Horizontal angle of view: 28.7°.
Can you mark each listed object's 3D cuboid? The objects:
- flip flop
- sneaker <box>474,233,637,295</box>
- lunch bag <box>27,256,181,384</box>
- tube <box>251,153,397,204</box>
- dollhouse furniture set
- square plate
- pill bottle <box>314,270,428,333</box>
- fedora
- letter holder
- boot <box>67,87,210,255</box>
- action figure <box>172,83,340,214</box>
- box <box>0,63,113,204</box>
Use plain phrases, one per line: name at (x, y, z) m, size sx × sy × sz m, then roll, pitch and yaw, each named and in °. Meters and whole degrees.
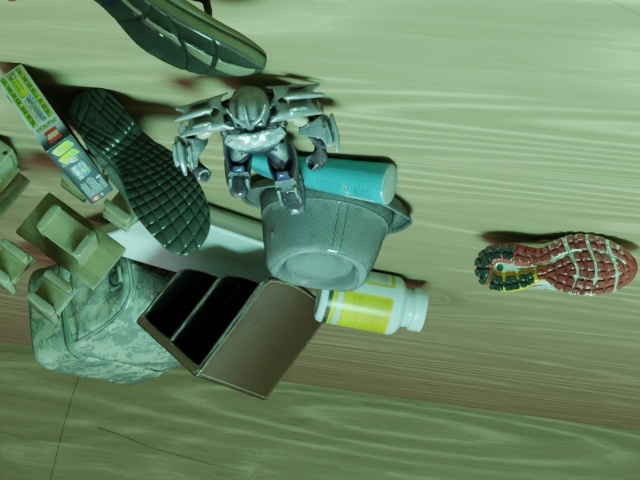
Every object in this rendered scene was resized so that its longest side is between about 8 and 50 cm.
flip flop at (-0.155, -0.232, 1.103) m, size 0.277 × 0.080 × 0.112 m, roll 33°, pitch 162°, yaw -23°
sneaker at (0.340, 0.030, 1.791) m, size 0.225 × 0.088 × 0.093 m, roll 3°, pitch -176°, yaw 25°
lunch bag at (-0.349, 0.130, 2.322) m, size 0.256 × 0.212 × 0.305 m, roll -19°, pitch 155°, yaw 29°
tube at (-0.006, -0.085, 1.610) m, size 0.207 × 0.052 × 0.080 m, roll 9°, pitch 162°, yaw 22°
dollhouse furniture set at (-0.395, -0.023, 1.787) m, size 0.242 × 0.212 × 0.161 m, roll 36°, pitch 164°, yaw 5°
square plate at (-0.174, 0.008, 2.061) m, size 0.344 × 0.049 × 0.347 m, roll 17°, pitch 164°, yaw -29°
pill bottle at (0.087, 0.104, 2.151) m, size 0.184 × 0.103 × 0.103 m, roll 11°, pitch 165°, yaw -5°
fedora at (0.000, 0.000, 1.768) m, size 0.243 × 0.124 × 0.275 m, roll 15°, pitch 164°, yaw -18°
letter holder at (-0.138, 0.130, 2.169) m, size 0.152 × 0.214 × 0.302 m, roll 39°, pitch -179°, yaw 24°
boot at (-0.212, -0.073, 1.543) m, size 0.246 × 0.083 × 0.161 m, roll 51°, pitch 171°, yaw 12°
action figure at (-0.070, -0.109, 1.438) m, size 0.185 × 0.099 × 0.285 m, roll 1°, pitch 168°, yaw 2°
box at (-0.322, -0.125, 1.536) m, size 0.114 × 0.036 × 0.207 m, roll 53°, pitch 174°, yaw 15°
